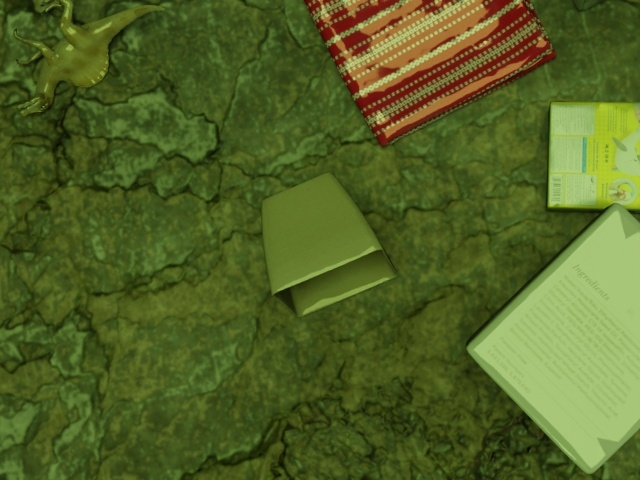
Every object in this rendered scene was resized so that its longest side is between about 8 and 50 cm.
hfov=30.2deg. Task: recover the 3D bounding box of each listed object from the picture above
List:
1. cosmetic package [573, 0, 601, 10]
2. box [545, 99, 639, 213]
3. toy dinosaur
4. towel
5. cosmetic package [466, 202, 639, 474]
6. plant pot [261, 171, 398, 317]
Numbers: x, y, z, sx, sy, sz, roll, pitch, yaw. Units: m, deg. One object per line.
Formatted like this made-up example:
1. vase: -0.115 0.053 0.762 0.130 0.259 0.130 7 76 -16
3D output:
1. cosmetic package: 0.242 -0.356 1.052 0.138 0.225 0.224 -30 84 2
2. box: 0.305 -0.077 1.119 0.179 0.043 0.105 2 86 9
3. toy dinosaur: -0.245 -0.204 1.198 0.183 0.053 0.093 -39 98 10
4. towel: 0.083 -0.255 1.164 0.198 0.031 0.275 -27 84 5
5. cosmetic package: 0.245 0.085 1.060 0.183 0.151 0.151 -44 83 4
6. plant pot: 0.000 0.000 1.124 0.109 0.109 0.096 -23 71 5
